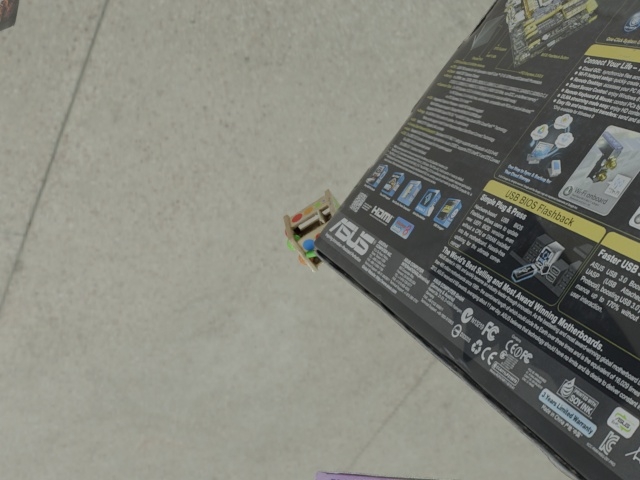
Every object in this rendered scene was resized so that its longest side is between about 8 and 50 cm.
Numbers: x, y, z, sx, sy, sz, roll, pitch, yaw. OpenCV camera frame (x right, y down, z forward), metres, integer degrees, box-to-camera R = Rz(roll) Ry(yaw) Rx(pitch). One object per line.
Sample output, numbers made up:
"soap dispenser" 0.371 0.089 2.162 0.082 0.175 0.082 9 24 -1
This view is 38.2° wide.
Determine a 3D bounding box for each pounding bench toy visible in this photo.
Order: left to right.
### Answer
"pounding bench toy" 0.000 0.000 0.958 0.065 0.083 0.052 -31 121 10

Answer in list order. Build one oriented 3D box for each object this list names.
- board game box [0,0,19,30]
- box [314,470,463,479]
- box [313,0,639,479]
"board game box" -0.267 -0.215 0.649 0.042 0.243 0.165 19 113 -2
"box" 0.133 0.285 0.773 0.243 0.117 0.213 25 159 -24
"box" 0.177 -0.046 0.520 0.097 0.395 0.318 34 92 -25
